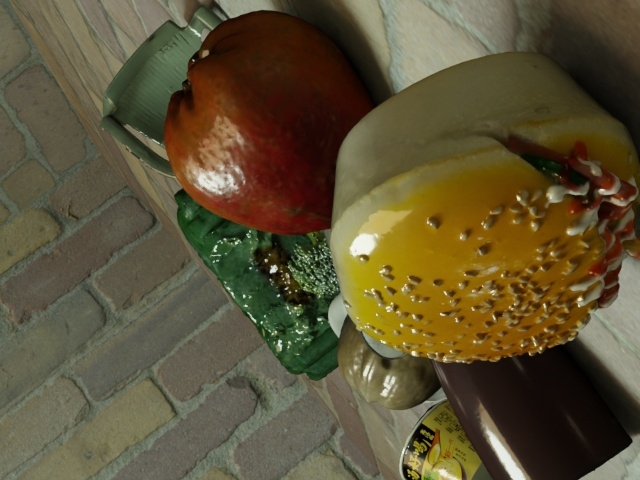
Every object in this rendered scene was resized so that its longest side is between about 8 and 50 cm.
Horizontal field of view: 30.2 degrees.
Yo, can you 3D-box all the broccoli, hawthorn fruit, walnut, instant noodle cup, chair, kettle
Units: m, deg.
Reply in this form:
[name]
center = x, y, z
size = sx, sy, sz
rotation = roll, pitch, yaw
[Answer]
[broccoli]
center = -0.001, -0.002, 1.729
size = 0.204, 0.122, 0.118
rotation = -120, 15, -50
[hawthorn fruit]
center = -0.032, -0.106, 1.225
size = 0.261, 0.224, 0.224
rotation = 34, 175, -18
[walnut]
center = 0.094, 0.115, 1.385
size = 0.140, 0.162, 0.140
rotation = 24, 180, 0
[instant noodle cup]
center = 0.210, 0.332, 1.803
size = 0.122, 0.151, 0.151
rotation = 30, 158, 39
[chair]
center = -0.172, -0.182, 1.556
size = 0.190, 0.203, 0.274
rotation = 41, 178, -3
[kettle]
center = 0.213, 0.151, 1.269
size = 0.232, 0.144, 0.202
rotation = 59, -160, 14

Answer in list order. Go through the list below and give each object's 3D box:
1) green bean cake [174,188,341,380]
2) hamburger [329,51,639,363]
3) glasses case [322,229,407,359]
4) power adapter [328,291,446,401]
[green bean cake]
center = -0.076, 0.047, 1.897
size = 0.300, 0.169, 0.308
rotation = 47, 173, 37
[hamburger]
center = 0.119, -0.005, 0.863
size = 0.295, 0.227, 0.151
rotation = 69, -178, -67
[glasses case]
center = 0.036, -0.005, 1.344
size = 0.299, 0.060, 0.114
rotation = -110, -7, -47
[power adapter]
center = 0.106, 0.123, 1.583
size = 0.187, 0.124, 0.255
rotation = 52, 170, 4
